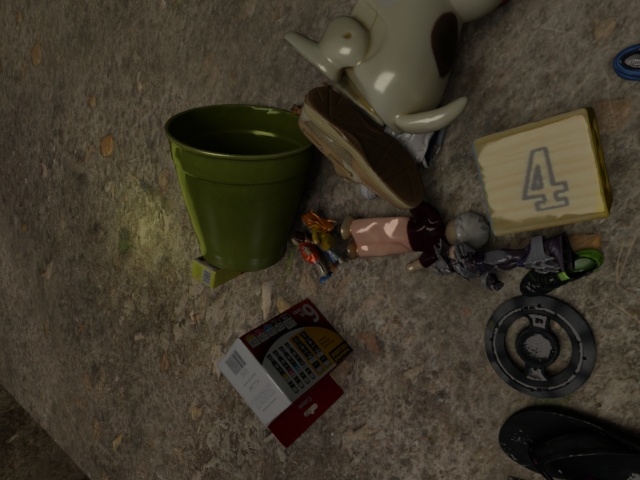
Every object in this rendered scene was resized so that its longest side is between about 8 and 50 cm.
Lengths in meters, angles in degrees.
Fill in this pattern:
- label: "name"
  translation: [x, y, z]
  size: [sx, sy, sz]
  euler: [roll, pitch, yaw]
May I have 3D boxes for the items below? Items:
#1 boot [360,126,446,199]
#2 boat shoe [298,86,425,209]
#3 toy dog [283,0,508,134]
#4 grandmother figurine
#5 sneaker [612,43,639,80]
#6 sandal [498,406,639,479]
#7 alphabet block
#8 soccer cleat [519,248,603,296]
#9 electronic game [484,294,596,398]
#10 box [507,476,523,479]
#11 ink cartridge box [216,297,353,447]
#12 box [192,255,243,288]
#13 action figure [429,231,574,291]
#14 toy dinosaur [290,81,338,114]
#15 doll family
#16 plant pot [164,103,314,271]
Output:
- label: "boot"
  translation: [0.191, -0.187, 1.139]
  size: [0.123, 0.095, 0.258]
  euler: [36, 118, 28]
- label: "boat shoe"
  translation: [0.087, -0.188, 1.099]
  size: [0.341, 0.121, 0.110]
  euler: [48, 144, 9]
- label: "toy dog"
  translation: [0.186, -0.437, 0.948]
  size: [0.408, 0.284, 0.395]
  euler: [-51, 42, 11]
- label: "grandmother figurine"
  translation: [0.219, -0.020, 1.172]
  size: [0.342, 0.104, 0.208]
  euler: [-1, 129, 30]
- label: "sneaker"
  translation: [0.617, -0.311, 0.846]
  size: [0.209, 0.082, 0.069]
  euler: [2, 102, 31]
- label: "sandal"
  translation: [0.573, 0.463, 1.027]
  size: [0.445, 0.107, 0.168]
  euler: [1, 102, 45]
- label: "alphabet block"
  translation: [0.426, -0.131, 0.949]
  size: [0.197, 0.192, 0.194]
  euler: [-12, 98, 33]
- label: "soccer cleat"
  translation: [0.490, 0.070, 1.030]
  size: [0.178, 0.072, 0.060]
  euler: [-35, 83, 34]
- label: "electronic game"
  translation: [0.477, 0.232, 1.095]
  size: [0.229, 0.048, 0.230]
  euler: [4, 96, 34]
- label: "box"
  translation: [0.579, 0.706, 1.137]
  size: [0.307, 0.076, 0.243]
  euler: [2, 103, 32]
- label: "ink cartridge box"
  translation: [-0.062, 0.334, 1.309]
  size: [0.272, 0.309, 0.130]
  euler: [47, 122, 13]
- label: "box"
  translation: [-0.246, 0.056, 1.399]
  size: [0.087, 0.232, 0.058]
  euler: [25, 118, 24]
- label: "action figure"
  translation: [0.356, 0.043, 1.023]
  size: [0.284, 0.185, 0.099]
  euler: [-12, 69, 37]
- label: "toy dinosaur"
  translation: [-0.007, -0.339, 1.213]
  size: [0.064, 0.112, 0.211]
  euler: [54, 162, -12]
- label: "doll family"
  translation: [0.000, 0.000, 1.269]
  size: [0.118, 0.263, 0.163]
  euler: [-35, 91, -1]
- label: "plant pot"
  translation: [-0.199, -0.122, 1.281]
  size: [0.366, 0.366, 0.353]
  euler: [22, 125, 26]
